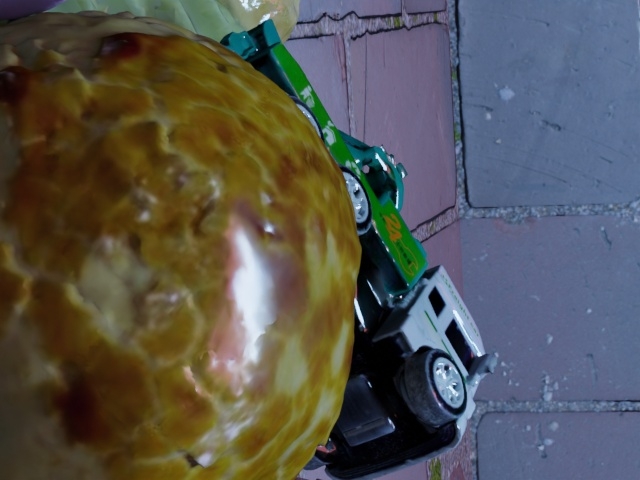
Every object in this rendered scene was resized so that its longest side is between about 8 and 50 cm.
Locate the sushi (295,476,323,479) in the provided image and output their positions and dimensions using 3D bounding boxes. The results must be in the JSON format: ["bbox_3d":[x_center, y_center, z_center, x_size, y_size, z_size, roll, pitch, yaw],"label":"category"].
[{"bbox_3d":[-0.055,0.358,1.794,0.236,0.171,0.270,-60,147,-62],"label":"sushi"}]

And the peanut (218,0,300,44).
[{"bbox_3d":[-0.101,-0.325,1.774,0.147,0.147,0.319,-65,144,-57],"label":"peanut"}]

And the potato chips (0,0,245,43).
[{"bbox_3d":[-0.132,-0.051,1.522,0.358,0.070,0.429,-29,97,-45],"label":"potato chips"}]

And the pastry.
[{"bbox_3d":[-0.134,0.036,1.218,0.388,0.313,0.388,-14,106,-56],"label":"pastry"}]

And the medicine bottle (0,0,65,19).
[{"bbox_3d":[-0.207,-0.332,1.248,0.212,0.212,0.325,70,24,-48],"label":"medicine bottle"}]

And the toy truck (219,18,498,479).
[{"bbox_3d":[-0.002,0.005,1.467,0.363,0.176,0.178,61,32,-8],"label":"toy truck"}]
